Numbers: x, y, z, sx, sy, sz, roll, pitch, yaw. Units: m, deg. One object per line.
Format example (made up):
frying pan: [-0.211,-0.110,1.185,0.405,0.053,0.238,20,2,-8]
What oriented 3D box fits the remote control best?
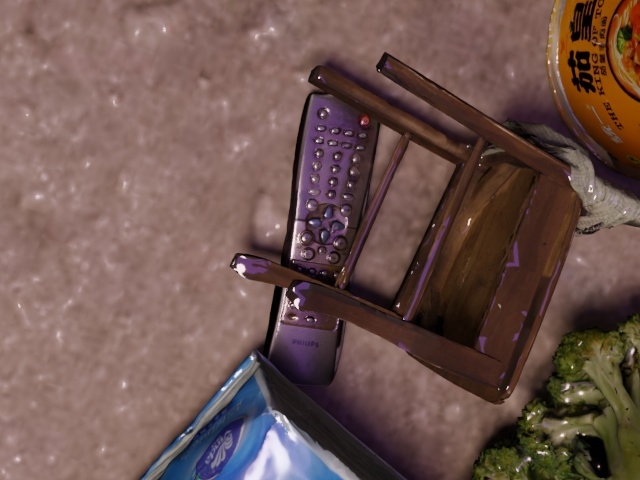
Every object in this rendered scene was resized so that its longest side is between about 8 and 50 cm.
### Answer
remote control: [0.000,0.000,0.795,0.059,0.028,0.212,9,95,-9]

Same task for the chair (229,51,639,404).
chair: [0.128,0.011,0.744,0.319,0.160,0.186,23,88,-20]

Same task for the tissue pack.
tissue pack: [-0.056,0.246,0.749,0.198,0.146,0.263,42,93,-15]

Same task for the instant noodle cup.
instant noodle cup: [0.285,-0.137,0.760,0.215,0.172,0.216,-1,98,-10]

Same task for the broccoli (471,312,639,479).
broccoli: [0.236,0.222,0.752,0.321,0.283,0.304,46,102,13]
